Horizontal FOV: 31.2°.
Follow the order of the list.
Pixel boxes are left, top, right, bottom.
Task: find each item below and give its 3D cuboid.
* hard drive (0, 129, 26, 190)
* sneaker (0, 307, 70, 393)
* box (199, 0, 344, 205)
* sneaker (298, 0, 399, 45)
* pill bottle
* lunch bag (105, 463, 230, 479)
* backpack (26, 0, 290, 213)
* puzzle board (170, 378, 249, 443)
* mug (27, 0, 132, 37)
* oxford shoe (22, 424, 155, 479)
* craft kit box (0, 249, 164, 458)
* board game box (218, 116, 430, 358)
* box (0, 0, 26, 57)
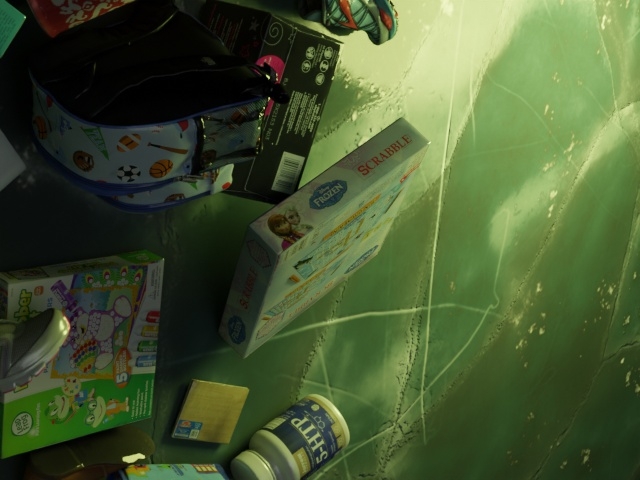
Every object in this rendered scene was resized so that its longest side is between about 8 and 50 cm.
[{"bbox_3d":[-0.525,-0.054,1.285,0.353,0.047,0.233,-47,134,-22],"label":"hard drive"},{"bbox_3d":[-0.429,0.132,1.388,0.252,0.103,0.111,-24,111,-15],"label":"sneaker"},{"bbox_3d":[-0.098,-0.190,1.602,0.163,0.142,0.247,11,99,-49],"label":"box"},{"bbox_3d":[0.023,-0.368,1.708,0.125,0.104,0.262,-35,143,6],"label":"sneaker"},{"bbox_3d":[-0.053,0.347,1.900,0.186,0.112,0.112,-33,128,-33],"label":"pill bottle"},{"bbox_3d":[-0.262,0.498,1.759,0.221,0.138,0.293,12,110,-48],"label":"lunch bag"},{"bbox_3d":[-0.225,-0.162,1.416,0.263,0.276,0.213,-15,130,-38],"label":"backpack"},{"bbox_3d":[-0.175,0.271,1.816,0.128,0.011,0.096,18,94,-48],"label":"puzzle board"},{"bbox_3d":[-0.260,-0.328,1.357,0.169,0.150,0.113,-20,115,3],"label":"mug"},{"bbox_3d":[-0.334,0.314,1.640,0.212,0.076,0.076,-4,137,-45],"label":"oxford shoe"},{"bbox_3d":[-0.335,0.149,1.567,0.246,0.061,0.250,-9,113,-41],"label":"craft kit box"},{"bbox_3d":[0.000,0.000,1.726,0.318,0.066,0.318,-36,162,-31],"label":"board game box"},{"bbox_3d":[-0.442,-0.292,1.230,0.244,0.100,0.060,40,76,-47],"label":"box"}]
